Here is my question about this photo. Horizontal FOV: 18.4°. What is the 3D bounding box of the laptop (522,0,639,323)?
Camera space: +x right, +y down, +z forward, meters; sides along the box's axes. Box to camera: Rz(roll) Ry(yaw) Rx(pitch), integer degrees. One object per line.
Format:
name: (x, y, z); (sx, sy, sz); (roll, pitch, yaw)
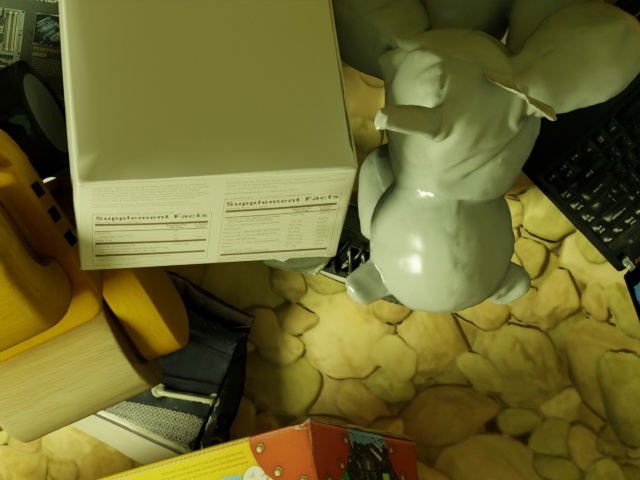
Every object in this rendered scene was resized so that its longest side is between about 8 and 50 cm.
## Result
laptop: (0.280, -0.051, 1.539); (0.264, 0.136, 0.234); (47, 116, 0)

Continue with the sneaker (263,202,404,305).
sneaker: (0.000, 0.000, 1.676); (0.234, 0.106, 0.078); (32, 117, 7)

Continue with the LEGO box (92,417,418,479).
LEGO box: (-0.142, 0.396, 1.689); (0.500, 0.193, 0.372); (-19, 70, 27)

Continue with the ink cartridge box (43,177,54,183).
ink cartridge box: (-0.337, -0.066, 1.797); (0.198, 0.067, 0.115); (41, 117, 3)

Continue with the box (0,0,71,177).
box: (-0.213, -0.145, 1.662); (0.232, 0.059, 0.183); (5, 105, -14)

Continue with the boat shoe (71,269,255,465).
boat shoe: (-0.219, 0.076, 1.786); (0.340, 0.127, 0.158); (23, 108, 3)

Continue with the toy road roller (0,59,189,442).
toy road roller: (-0.258, 0.046, 1.561); (0.202, 0.240, 0.329); (-25, 119, 11)

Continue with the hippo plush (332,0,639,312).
hippo plush: (0.129, -0.064, 1.533); (0.234, 0.294, 0.237); (-5, 120, -8)

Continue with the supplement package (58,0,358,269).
supplement package: (-0.094, -0.129, 1.508); (0.204, 0.262, 0.145); (-3, 154, -8)
